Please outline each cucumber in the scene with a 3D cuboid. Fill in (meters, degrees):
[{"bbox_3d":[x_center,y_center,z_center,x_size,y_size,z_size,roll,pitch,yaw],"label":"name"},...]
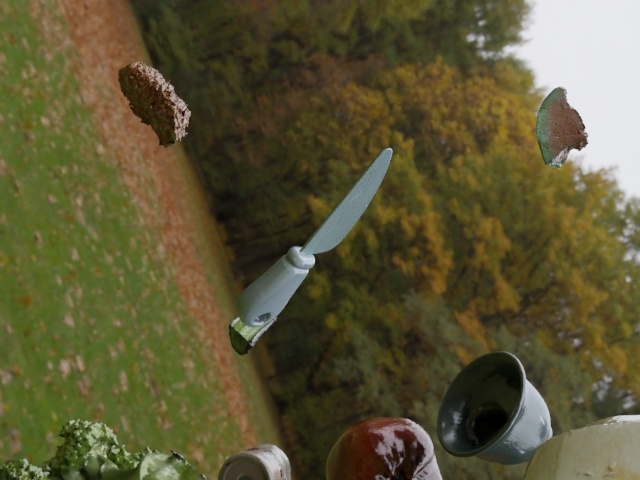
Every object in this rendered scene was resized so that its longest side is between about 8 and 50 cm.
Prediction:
[{"bbox_3d":[-0.149,0.185,1.934,0.220,0.070,0.046,-39,150,-78],"label":"cucumber"}]

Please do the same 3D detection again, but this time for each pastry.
[{"bbox_3d":[-0.275,-0.237,1.619,0.169,0.063,0.087,51,-40,12],"label":"pastry"}]

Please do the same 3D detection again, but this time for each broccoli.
[{"bbox_3d":[-0.292,0.300,1.181,0.302,0.254,0.186,110,-30,-54],"label":"broccoli"}]

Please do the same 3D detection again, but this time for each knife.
[{"bbox_3d":[0.001,0.001,1.318,0.080,0.331,0.044,17,31,-53],"label":"knife"}]

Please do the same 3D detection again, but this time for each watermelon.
[{"bbox_3d":[0.400,-0.182,1.594,0.101,0.080,0.155,48,26,-57],"label":"watermelon"}]

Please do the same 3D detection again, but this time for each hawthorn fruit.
[{"bbox_3d":[0.110,0.436,1.809,0.261,0.224,0.224,7,-62,70],"label":"hawthorn fruit"}]

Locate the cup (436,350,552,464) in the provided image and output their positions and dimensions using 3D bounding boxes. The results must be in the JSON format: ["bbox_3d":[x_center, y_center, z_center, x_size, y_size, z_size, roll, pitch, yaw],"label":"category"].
[{"bbox_3d":[0.321,0.313,1.646,0.150,0.199,0.199,36,11,-24],"label":"cup"}]

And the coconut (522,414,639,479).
[{"bbox_3d":[0.224,0.246,0.678,0.222,0.202,0.202,-65,149,-43],"label":"coconut"}]

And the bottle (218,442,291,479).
[{"bbox_3d":[-0.093,0.371,1.508,0.099,0.099,0.152,69,12,11],"label":"bottle"}]
